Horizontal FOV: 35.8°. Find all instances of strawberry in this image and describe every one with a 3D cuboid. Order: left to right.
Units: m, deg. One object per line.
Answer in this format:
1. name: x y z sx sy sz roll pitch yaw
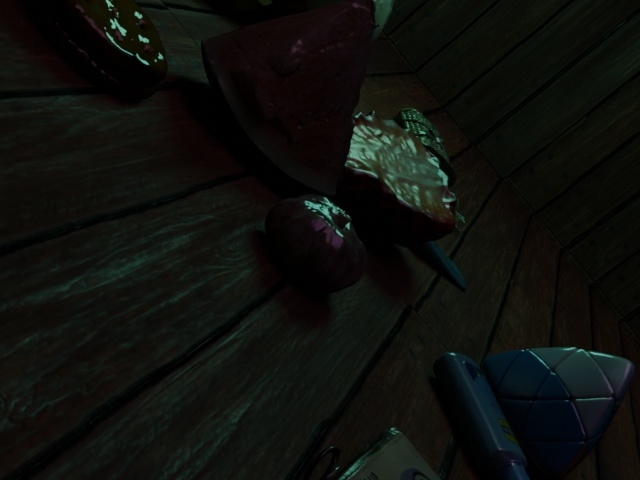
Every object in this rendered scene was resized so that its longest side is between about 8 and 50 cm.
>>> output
1. strawberry: 0.095 -0.097 1.755 0.336 0.149 0.265 14 45 -47

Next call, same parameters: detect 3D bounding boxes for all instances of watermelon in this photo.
1. watermelon: -0.055 -0.265 1.562 0.250 0.292 0.283 26 -10 47

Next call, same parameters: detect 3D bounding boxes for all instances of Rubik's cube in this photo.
1. Rubik's cube: 0.421 0.288 1.628 0.254 0.254 0.254 44 19 -19

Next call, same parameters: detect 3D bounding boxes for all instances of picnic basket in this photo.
1. picnic basket: 0.195 -0.172 2.105 0.134 0.154 0.196 43 18 -24

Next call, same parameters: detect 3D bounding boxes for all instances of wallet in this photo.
1. wallet: 0.110 0.319 1.049 0.274 0.068 0.335 52 16 11

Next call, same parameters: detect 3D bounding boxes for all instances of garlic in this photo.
1. garlic: 0.000 0.000 1.367 0.159 0.102 0.147 41 21 -27

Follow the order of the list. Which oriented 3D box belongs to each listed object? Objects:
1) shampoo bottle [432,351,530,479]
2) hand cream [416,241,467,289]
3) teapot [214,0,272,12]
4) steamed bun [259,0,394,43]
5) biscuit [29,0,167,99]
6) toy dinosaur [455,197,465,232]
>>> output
1. shampoo bottle: 0.248 0.285 1.464 0.104 0.061 0.258 34 24 -43
2. hand cream: 0.232 0.024 1.999 0.224 0.048 0.083 42 19 -44
3. teapot: -0.183 -0.549 1.980 0.183 0.173 0.269 22 34 19
4. steamed bun: -0.012 -0.574 2.139 0.241 0.374 0.374 -8 54 -33
5. biscuit: -0.285 -0.282 1.299 0.220 0.066 0.220 44 19 -20
6. toy dinosaur: 0.322 -0.054 2.371 0.058 0.037 0.180 54 18 -5
